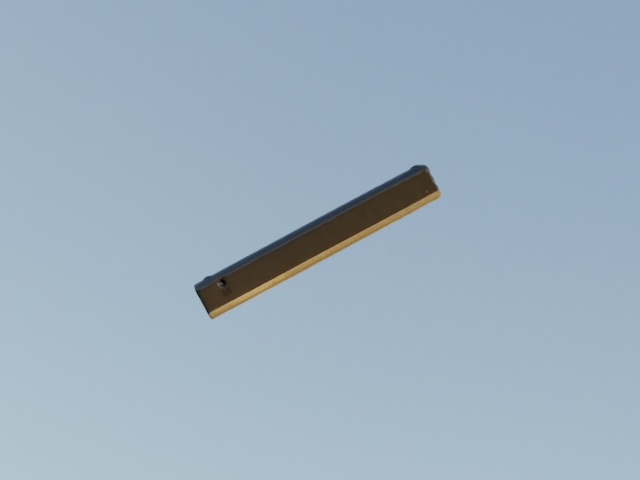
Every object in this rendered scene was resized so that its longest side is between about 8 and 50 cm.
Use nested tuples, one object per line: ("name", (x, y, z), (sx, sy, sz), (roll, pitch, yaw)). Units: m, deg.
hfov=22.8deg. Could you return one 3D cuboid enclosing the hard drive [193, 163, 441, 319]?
("hard drive", (0.000, 0.000, 0.851), (0.135, 0.022, 0.094), (-28, -1, 1))
